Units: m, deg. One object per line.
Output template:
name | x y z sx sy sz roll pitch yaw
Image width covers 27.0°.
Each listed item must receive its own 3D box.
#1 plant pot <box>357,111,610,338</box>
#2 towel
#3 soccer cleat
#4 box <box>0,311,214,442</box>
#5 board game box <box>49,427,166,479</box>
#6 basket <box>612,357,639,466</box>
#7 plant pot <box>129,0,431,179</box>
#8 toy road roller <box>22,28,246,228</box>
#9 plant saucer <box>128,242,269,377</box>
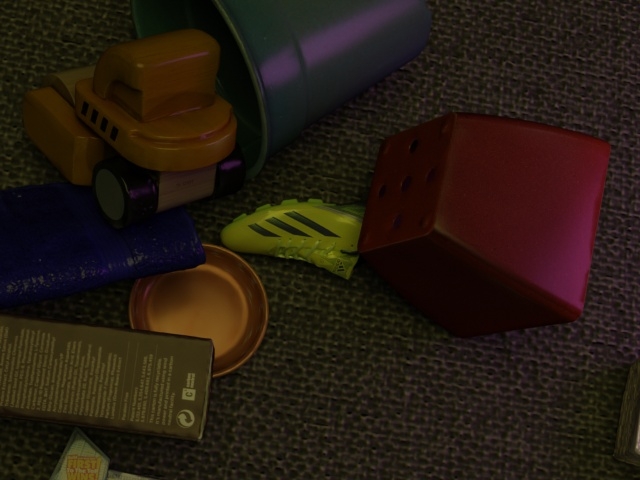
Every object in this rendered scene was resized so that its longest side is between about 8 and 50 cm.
plant pot | 0.208 -0.038 1.851 0.236 0.267 0.267 24 69 -27
towel | -0.334 -0.016 1.809 0.308 0.076 0.227 -14 37 -27
soccer cleat | 0.001 0.000 1.936 0.289 0.093 0.121 -5 77 -11
box | -0.333 0.174 1.755 0.381 0.191 0.143 6 83 -4
board game box | -0.298 0.354 1.787 0.194 0.060 0.194 12 79 -6
basket | 0.503 0.252 1.937 0.113 0.103 0.167 17 72 -4
plant pot | -0.044 -0.312 1.916 0.334 0.341 0.341 -30 80 -24
toy road roller | -0.246 -0.192 1.811 0.202 0.240 0.329 -19 43 -35
plant saucer | -0.174 0.103 1.905 0.200 0.037 0.200 3 74 -9
